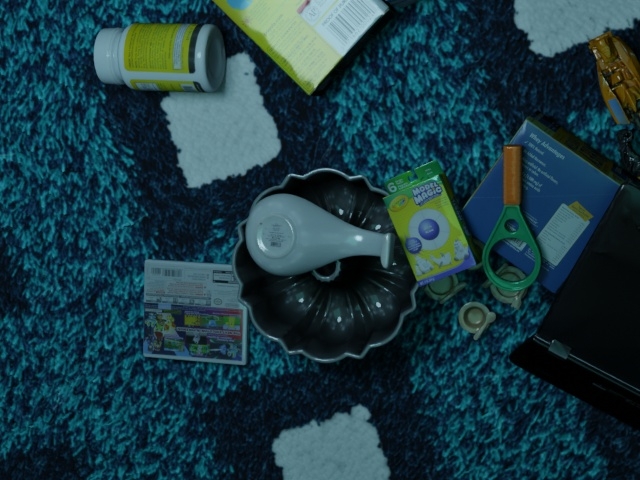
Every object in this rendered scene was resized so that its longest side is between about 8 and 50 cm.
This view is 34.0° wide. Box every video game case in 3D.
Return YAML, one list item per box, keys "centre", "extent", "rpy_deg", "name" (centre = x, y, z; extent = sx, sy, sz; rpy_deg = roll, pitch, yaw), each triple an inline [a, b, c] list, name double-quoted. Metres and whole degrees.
- centre: [-0.227, 0.130, 1.916]
  extent: [0.201, 0.023, 0.183]
  rpy_deg: [3, 96, 13]
  name: "video game case"

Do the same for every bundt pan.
- centre: [0.021, 0.038, 1.793]
  extent: [0.331, 0.124, 0.330]
  rpy_deg: [1, 95, 13]
  name: "bundt pan"

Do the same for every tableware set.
- centre: [0.262, 0.075, 1.790]
  extent: [0.169, 0.020, 0.141]
  rpy_deg: [41, 103, 7]
  name: "tableware set"

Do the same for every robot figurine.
- centre: [0.550, -0.216, 1.655]
  extent: [0.211, 0.085, 0.291]
  rpy_deg: [-27, 89, 18]
  name: "robot figurine"

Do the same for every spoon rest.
- centre: [0.000, 0.000, 1.702]
  extent: [0.276, 0.084, 0.137]
  rpy_deg: [8, 96, 27]
  name: "spoon rest"

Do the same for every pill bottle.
- centre: [-0.282, -0.322, 1.836]
  extent: [0.209, 0.119, 0.119]
  rpy_deg: [4, 96, 13]
  name: "pill bottle"

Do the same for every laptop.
- centre: [0.532, 0.149, 1.579]
  extent: [0.382, 0.408, 0.236]
  rpy_deg: [28, 79, 8]
  name: "laptop"

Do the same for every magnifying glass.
- centre: [0.297, -0.033, 1.622]
  extent: [0.092, 0.026, 0.230]
  rpy_deg: [3, 107, 20]
  name: "magnifying glass"

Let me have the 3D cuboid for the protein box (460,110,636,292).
- centre: [0.361, -0.065, 1.677]
  extent: [0.200, 0.136, 0.201]
  rpy_deg: [36, 112, 8]
  name: "protein box"

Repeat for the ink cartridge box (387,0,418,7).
- centre: [0.125, -0.437, 1.722]
  extent: [0.052, 0.122, 0.088]
  rpy_deg: [-23, 89, 19]
  name: "ink cartridge box"

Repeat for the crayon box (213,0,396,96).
- centre: [-0.053, -0.427, 1.787]
  extent: [0.318, 0.081, 0.202]
  rpy_deg: [46, 105, 5]
  name: "crayon box"

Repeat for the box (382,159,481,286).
- centre: [0.173, -0.028, 1.659]
  extent: [0.105, 0.043, 0.179]
  rpy_deg: [-23, 87, 22]
  name: "box"
